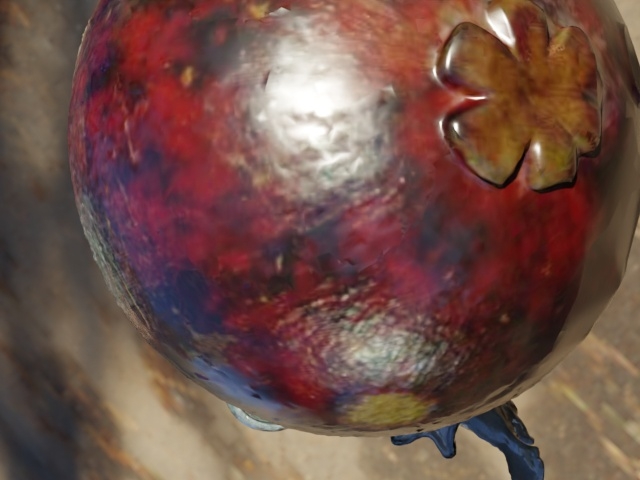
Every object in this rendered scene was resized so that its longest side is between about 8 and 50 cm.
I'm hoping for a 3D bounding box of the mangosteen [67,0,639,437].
[{"bbox_3d":[0.004,-0.045,0.865,0.306,0.306,0.359,55,149,-11],"label":"mangosteen"}]

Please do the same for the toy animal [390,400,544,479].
[{"bbox_3d":[0.103,0.113,1.202,0.105,0.070,0.202,22,-165,-14],"label":"toy animal"}]

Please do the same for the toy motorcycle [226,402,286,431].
[{"bbox_3d":[0.000,0.002,1.267,0.109,0.198,0.297,-157,69,-75],"label":"toy motorcycle"}]
